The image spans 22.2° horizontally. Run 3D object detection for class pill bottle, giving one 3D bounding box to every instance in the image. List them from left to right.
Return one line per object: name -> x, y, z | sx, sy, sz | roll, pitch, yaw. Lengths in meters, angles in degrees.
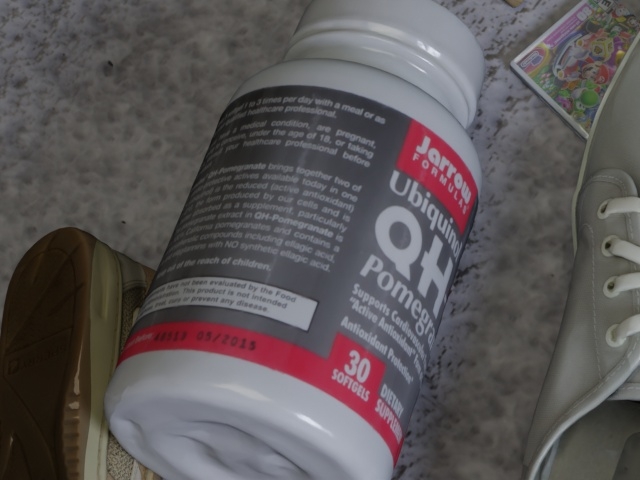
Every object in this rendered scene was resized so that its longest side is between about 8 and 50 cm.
pill bottle -> 0.000, 0.000, 1.016 | 0.176, 0.176, 0.318 | 12, 60, 14

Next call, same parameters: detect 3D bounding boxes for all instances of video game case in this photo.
video game case -> 0.202, -0.108, 1.115 | 0.087, 0.011, 0.122 | -41, 70, -4

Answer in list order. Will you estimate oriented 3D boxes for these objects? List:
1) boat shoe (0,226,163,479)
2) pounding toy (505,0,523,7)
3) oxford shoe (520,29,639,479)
boat shoe -> -0.146, 0.163, 1.029 | 0.121, 0.110, 0.341 | -13, 62, 40
pounding toy -> 0.168, -0.266, 1.143 | 0.269, 0.155, 0.154 | 9, 45, 4
oxford shoe -> 0.220, 0.041, 0.999 | 0.169, 0.130, 0.449 | 14, 75, 14
